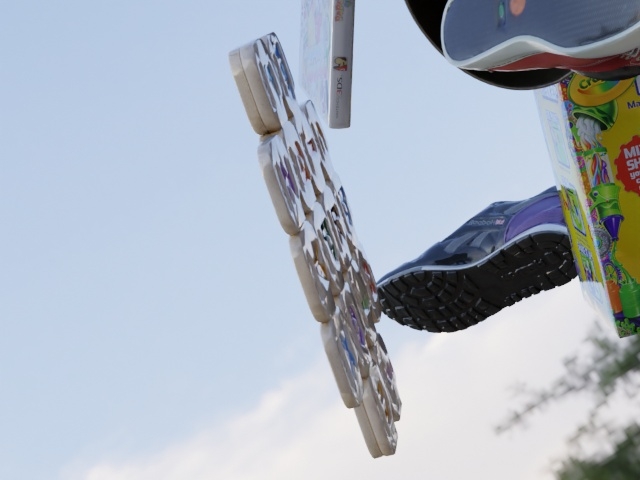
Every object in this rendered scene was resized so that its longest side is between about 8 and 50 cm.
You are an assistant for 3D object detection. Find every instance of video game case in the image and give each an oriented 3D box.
[{"bbox_3d":[0.005,-0.232,1.483,0.026,0.227,0.206,-1,-74,-8],"label":"video game case"}]

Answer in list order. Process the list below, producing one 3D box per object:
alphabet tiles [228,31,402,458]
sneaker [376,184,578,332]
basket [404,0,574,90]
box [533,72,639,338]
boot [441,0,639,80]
[{"bbox_3d":[0.000,0.000,1.025,0.021,0.284,0.278,-18,10,9],"label":"alphabet tiles"},{"bbox_3d":[0.198,0.020,1.846,0.283,0.124,0.107,-19,-57,29],"label":"sneaker"},{"bbox_3d":[0.158,-0.267,1.352,0.154,0.227,0.204,-31,-68,22],"label":"basket"},{"bbox_3d":[0.381,-0.087,1.486,0.290,0.279,0.177,-16,9,2],"label":"box"},{"bbox_3d":[0.228,-0.166,1.128,0.176,0.088,0.244,3,-3,-29],"label":"boot"}]
